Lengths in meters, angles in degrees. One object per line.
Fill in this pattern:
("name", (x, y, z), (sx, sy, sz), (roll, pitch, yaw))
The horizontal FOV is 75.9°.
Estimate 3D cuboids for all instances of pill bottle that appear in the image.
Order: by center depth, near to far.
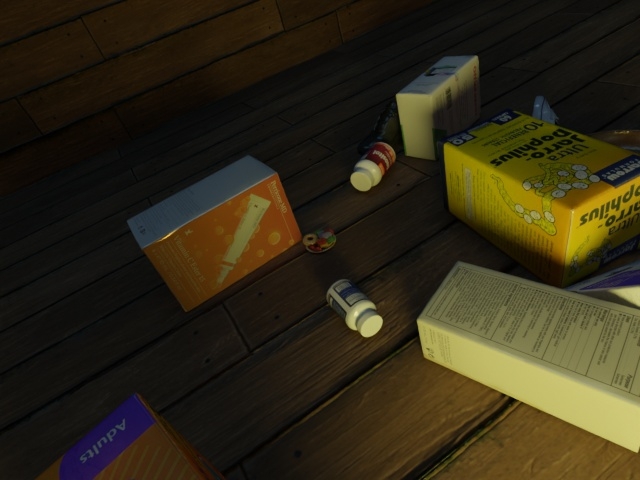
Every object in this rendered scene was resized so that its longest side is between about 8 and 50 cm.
("pill bottle", (0.068, 0.133, 0.808), (0.067, 0.067, 0.120), (-30, 39, -14))
("pill bottle", (0.150, -0.211, 1.186), (0.086, 0.086, 0.152), (10, 47, 33))

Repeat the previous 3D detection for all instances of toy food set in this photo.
("toy food set", (0.000, 0.000, 1.042), (0.083, 0.020, 0.083), (-26, 37, -9))

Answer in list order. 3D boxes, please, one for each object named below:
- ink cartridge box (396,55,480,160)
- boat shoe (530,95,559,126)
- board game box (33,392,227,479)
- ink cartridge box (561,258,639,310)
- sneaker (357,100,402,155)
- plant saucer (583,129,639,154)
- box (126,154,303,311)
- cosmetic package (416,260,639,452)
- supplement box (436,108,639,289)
("ink cartridge box", (0.362, -0.403, 1.235), (0.117, 0.201, 0.278), (20, 52, 40))
("boat shoe", (0.615, -0.314, 1.130), (0.076, 0.083, 0.226), (13, 58, 20))
("board game box", (-0.120, 0.423, 0.292), (0.357, 0.356, 0.356), (22, 53, 41))
("ink cartridge box", (0.533, 0.058, 0.642), (0.207, 0.045, 0.208), (-19, -6, -6))
("sneaker", (0.218, -0.370, 1.319), (0.286, 0.130, 0.109), (-40, 44, -24))
("plant saucer", (0.676, -0.155, 0.911), (0.311, 0.050, 0.310), (-10, 38, 8))
("box", (-0.252, -0.025, 1.025), (0.345, 0.214, 0.168), (-33, 40, -17))
("cosmetic package", (0.327, 0.155, 0.632), (0.310, 0.113, 0.160), (19, 51, 38))
("supplement box", (0.430, -0.103, 0.838), (0.194, 0.195, 0.356), (-26, 38, -9))
